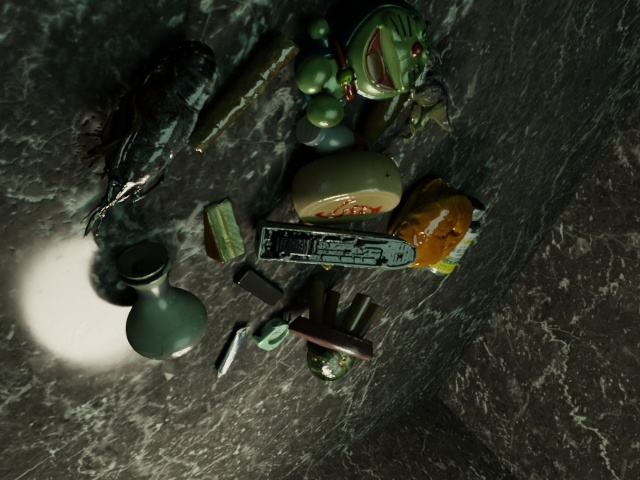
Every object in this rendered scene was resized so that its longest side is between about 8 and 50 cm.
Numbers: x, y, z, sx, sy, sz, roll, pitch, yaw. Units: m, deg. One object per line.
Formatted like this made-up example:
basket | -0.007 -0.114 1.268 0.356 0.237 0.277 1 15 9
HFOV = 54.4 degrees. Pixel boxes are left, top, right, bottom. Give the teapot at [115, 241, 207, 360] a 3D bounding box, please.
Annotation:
teapot | -0.346 0.129 1.334 0.183 0.183 0.251 -30 137 -25

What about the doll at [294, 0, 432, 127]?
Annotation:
doll | 0.082 -0.367 1.236 0.321 0.186 0.199 -24 127 -12

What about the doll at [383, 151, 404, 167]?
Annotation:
doll | 0.128 -0.183 1.661 0.227 0.057 0.114 -24 139 -19

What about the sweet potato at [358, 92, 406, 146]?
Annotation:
sweet potato | 0.147 -0.300 1.514 0.077 0.077 0.244 -10 135 -47

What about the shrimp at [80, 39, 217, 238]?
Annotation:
shrimp | -0.287 -0.166 1.052 0.372 0.137 0.172 -50 155 7

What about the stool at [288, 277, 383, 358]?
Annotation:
stool | 0.054 0.242 1.898 0.272 0.271 0.179 40 68 -61

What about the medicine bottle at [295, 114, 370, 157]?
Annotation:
medicine bottle | 0.029 -0.228 1.434 0.090 0.090 0.216 -53 150 14

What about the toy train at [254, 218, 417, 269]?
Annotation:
toy train | 0.041 0.012 1.555 0.406 0.088 0.087 6 105 -16

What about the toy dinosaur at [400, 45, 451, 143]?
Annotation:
toy dinosaur | 0.269 -0.358 1.595 0.162 0.077 0.294 -41 151 -10

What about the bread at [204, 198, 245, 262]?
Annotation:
bread | -0.234 -0.028 1.427 0.074 0.084 0.139 -28 116 -28

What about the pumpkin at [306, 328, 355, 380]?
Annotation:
pumpkin | 0.039 0.403 2.199 0.190 0.146 0.191 -9 114 -22

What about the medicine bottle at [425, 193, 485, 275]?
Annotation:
medicine bottle | 0.473 -0.022 2.229 0.141 0.141 0.293 -9 134 -47

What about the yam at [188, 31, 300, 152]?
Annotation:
yam | -0.148 -0.276 1.172 0.274 0.061 0.061 -47 151 6

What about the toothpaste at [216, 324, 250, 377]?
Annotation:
toothpaste | -0.262 0.327 1.825 0.057 0.034 0.197 -12 135 -59

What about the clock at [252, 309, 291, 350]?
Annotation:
clock | -0.138 0.276 1.914 0.135 0.041 0.101 -46 151 -1

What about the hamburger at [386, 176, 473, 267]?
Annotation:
hamburger | 0.346 -0.042 2.012 0.289 0.170 0.314 4 126 -47

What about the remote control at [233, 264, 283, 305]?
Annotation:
remote control | -0.165 0.127 1.708 0.063 0.025 0.245 -49 152 -2

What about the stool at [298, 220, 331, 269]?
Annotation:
stool | 0.000 0.000 1.669 0.135 0.110 0.134 -24 146 -31

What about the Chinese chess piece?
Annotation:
Chinese chess piece | 0.063 -0.119 1.483 0.273 0.102 0.273 -9 165 -3
